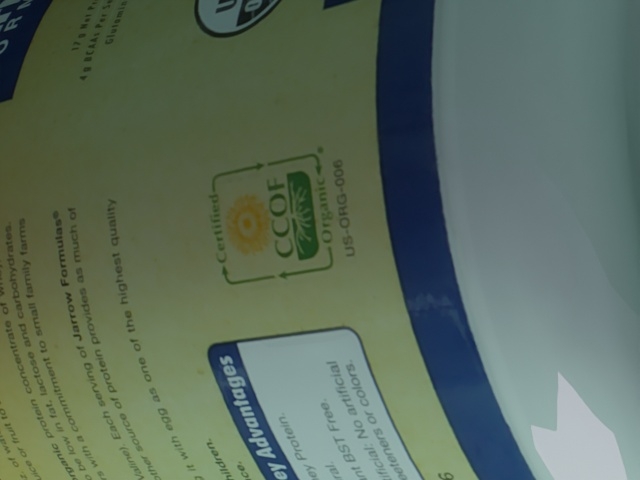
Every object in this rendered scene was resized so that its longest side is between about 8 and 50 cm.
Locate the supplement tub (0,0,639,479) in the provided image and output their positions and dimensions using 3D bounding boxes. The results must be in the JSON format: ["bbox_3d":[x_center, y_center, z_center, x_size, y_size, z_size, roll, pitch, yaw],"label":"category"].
[{"bbox_3d":[0.000,0.000,0.502,0.316,0.228,0.228,-10,150,39],"label":"supplement tub"}]
